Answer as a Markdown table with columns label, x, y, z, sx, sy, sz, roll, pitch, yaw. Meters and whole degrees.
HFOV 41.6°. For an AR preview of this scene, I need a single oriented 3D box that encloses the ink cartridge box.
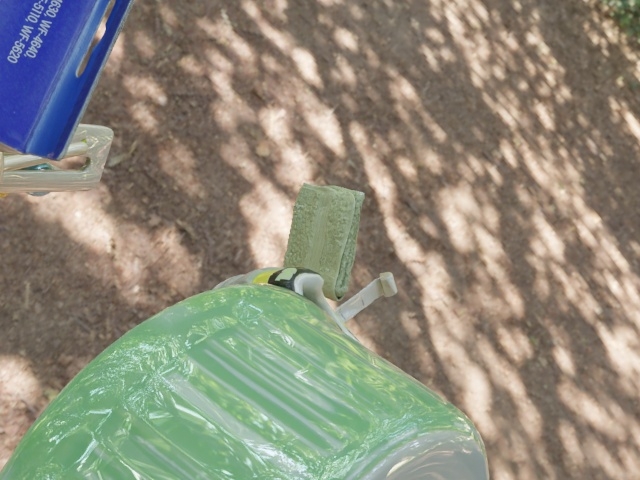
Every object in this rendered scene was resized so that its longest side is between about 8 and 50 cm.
| label | x | y | z | sx | sy | sz | roll | pitch | yaw |
| --- | --- | --- | --- | --- | --- | --- | --- | --- | --- |
| ink cartridge box | -0.232 | -0.148 | 0.586 | 0.065 | 0.332 | 0.165 | 29 | 79 | -38 |

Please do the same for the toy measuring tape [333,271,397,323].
| label | x | y | z | sx | sy | sz | roll | pitch | yaw |
| --- | --- | --- | --- | --- | --- | --- | --- | --- | --- |
| toy measuring tape | 0.011 | 0.160 | 1.249 | 0.330 | 0.121 | 0.121 | -33 | 81 | -22 |

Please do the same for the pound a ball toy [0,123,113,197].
| label | x | y | z | sx | sy | sz | roll | pitch | yaw |
| --- | --- | --- | --- | --- | --- | --- | --- | --- | --- |
| pound a ball toy | -0.400 | -0.100 | 1.094 | 0.208 | 0.136 | 0.319 | 28 | 15 | 19 |

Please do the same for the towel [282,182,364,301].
| label | x | y | z | sx | sy | sz | roll | pitch | yaw |
| --- | --- | --- | --- | --- | --- | --- | --- | --- | --- |
| towel | 0.000 | 0.000 | 1.105 | 0.027 | 0.110 | 0.148 | 14 | 86 | -52 |

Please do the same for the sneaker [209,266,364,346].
| label | x | y | z | sx | sy | sz | roll | pitch | yaw |
| --- | --- | --- | --- | --- | --- | --- | --- | --- | --- |
| sneaker | 0.020 | 0.198 | 0.807 | 0.145 | 0.147 | 0.385 | -40 | 98 | -41 |

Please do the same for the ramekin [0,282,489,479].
| label | x | y | z | sx | sy | sz | roll | pitch | yaw |
| --- | --- | --- | --- | --- | --- | --- | --- | --- | --- |
| ramekin | -0.033 | 0.191 | 0.486 | 0.148 | 0.303 | 0.303 | 25 | 22 | 35 |
